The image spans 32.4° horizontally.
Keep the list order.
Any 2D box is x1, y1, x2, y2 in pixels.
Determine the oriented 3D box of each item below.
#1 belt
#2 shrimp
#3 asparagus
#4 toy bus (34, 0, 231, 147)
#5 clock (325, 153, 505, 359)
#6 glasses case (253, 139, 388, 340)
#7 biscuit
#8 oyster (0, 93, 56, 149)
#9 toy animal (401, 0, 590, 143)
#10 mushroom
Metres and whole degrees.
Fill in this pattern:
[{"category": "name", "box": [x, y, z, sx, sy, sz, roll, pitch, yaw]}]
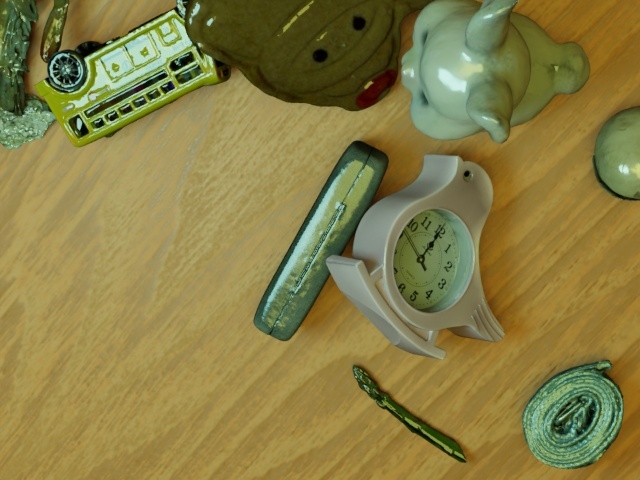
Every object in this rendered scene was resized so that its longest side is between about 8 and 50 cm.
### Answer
[{"category": "belt", "box": [0.392, 0.273, 1.701, 0.163, 0.082, 0.147, -19, 87, 12]}, {"category": "shrimp", "box": [-0.438, -0.319, 1.663, 0.173, 0.058, 0.253, -5, 84, 32]}, {"category": "asparagus", "box": [0.138, 0.279, 1.754, 0.236, 0.027, 0.034, 38, 121, -1]}, {"category": "toy bus", "box": [-0.246, -0.270, 1.641, 0.331, 0.145, 0.151, -25, 100, 12]}, {"category": "clock", "box": [0.184, 0.040, 1.640, 0.275, 0.080, 0.290, -51, 120, -20]}, {"category": "glasses case", "box": [0.000, 0.000, 1.667, 0.074, 0.131, 0.323, 29, 101, -3]}, {"category": "biscuit", "box": [-0.001, -0.340, 1.549, 0.359, 0.074, 0.381, -37, 125, 4]}, {"category": "oyster", "box": [-0.472, -0.184, 1.729, 0.098, 0.037, 0.100, 33, 101, 0]}, {"category": "toy animal", "box": [0.235, -0.234, 1.495, 0.241, 0.367, 0.196, -1, 97, 18]}, {"category": "mushroom", "box": [0.477, -0.123, 1.611, 0.154, 0.122, 0.154, -5, 61, 10]}]
